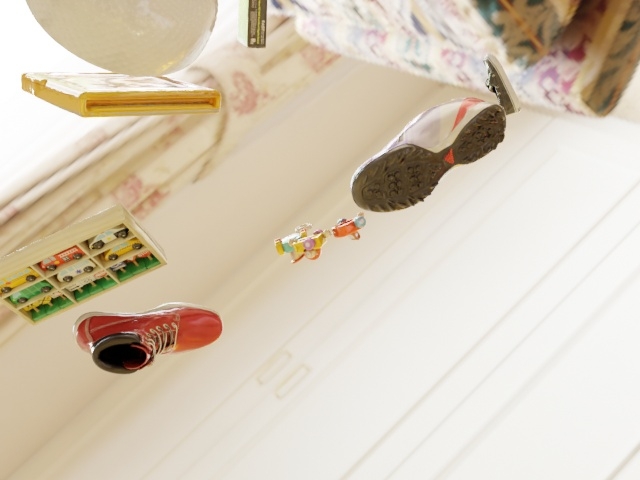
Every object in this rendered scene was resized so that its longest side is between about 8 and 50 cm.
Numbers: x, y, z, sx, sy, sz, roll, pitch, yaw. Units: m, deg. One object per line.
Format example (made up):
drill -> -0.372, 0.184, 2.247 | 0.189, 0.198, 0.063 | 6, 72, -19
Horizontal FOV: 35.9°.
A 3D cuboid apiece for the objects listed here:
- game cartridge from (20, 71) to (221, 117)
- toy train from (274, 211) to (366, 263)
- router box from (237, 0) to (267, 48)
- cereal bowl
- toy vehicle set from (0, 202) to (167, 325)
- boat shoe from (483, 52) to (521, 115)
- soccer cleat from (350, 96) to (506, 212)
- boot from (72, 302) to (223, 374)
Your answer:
game cartridge -> -0.395, -0.293, 1.931 | 0.324, 0.285, 0.052 | 26, 117, 50
toy train -> 0.000, 0.000, 1.649 | 0.166, 0.125, 0.046 | -8, 106, 51
router box -> -0.128, -0.426, 1.848 | 0.092, 0.038, 0.122 | -132, 42, -64
cereal bowl -> -0.320, -0.447, 1.660 | 0.339, 0.339, 0.141 | 46, 136, 7
toy vehicle set -> -0.411, 0.044, 1.656 | 0.166, 0.267, 0.035 | 56, -169, -57
boat shoe -> 0.343, -0.302, 1.912 | 0.049, 0.040, 0.142 | 63, -175, -64
soccer cleat -> 0.157, -0.143, 1.599 | 0.116, 0.318, 0.108 | 29, 141, 46
boot -> -0.248, 0.160, 1.548 | 0.176, 0.244, 0.088 | 21, 111, 61
